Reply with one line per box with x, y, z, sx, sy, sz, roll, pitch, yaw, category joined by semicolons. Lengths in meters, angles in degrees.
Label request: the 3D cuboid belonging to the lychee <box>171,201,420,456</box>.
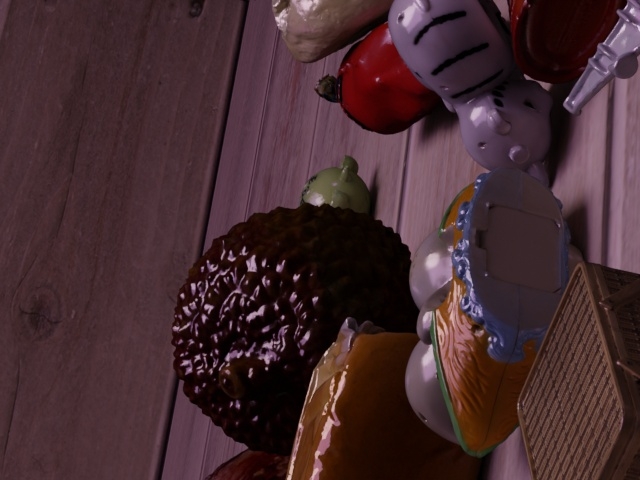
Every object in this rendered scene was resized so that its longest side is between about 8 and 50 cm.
-0.012;0.075;1.573;0.271;0.236;0.236;-48;-16;-49;lychee

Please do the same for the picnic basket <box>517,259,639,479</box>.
0.166;0.098;0.906;0.164;0.080;0.115;-92;19;-58;picnic basket

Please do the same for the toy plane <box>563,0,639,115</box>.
0.206;-0.174;1.002;0.251;0.101;0.255;-61;14;18;toy plane

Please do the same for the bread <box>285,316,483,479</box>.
0.047;0.190;1.301;0.107;0.136;0.241;140;144;-74;bread

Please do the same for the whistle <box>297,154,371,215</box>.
0.000;0.000;1.995;0.105;0.085;0.227;-74;3;-52;whistle

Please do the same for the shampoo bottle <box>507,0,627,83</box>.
0.181;-0.251;1.331;0.314;0.076;0.118;-88;10;-52;shampoo bottle

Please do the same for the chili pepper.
0.088;-0.169;1.691;0.387;0.110;0.110;162;121;-74;chili pepper

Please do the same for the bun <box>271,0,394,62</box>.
0.041;-0.276;1.764;0.210;0.116;0.237;-30;3;44;bun

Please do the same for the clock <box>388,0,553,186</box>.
0.119;-0.124;1.296;0.080;0.176;0.117;-32;31;12;clock

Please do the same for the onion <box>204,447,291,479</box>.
-0.078;0.336;1.804;0.280;0.146;0.314;151;137;-72;onion

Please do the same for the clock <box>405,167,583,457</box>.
0.116;0.051;1.205;0.144;0.103;0.231;113;169;-50;clock
